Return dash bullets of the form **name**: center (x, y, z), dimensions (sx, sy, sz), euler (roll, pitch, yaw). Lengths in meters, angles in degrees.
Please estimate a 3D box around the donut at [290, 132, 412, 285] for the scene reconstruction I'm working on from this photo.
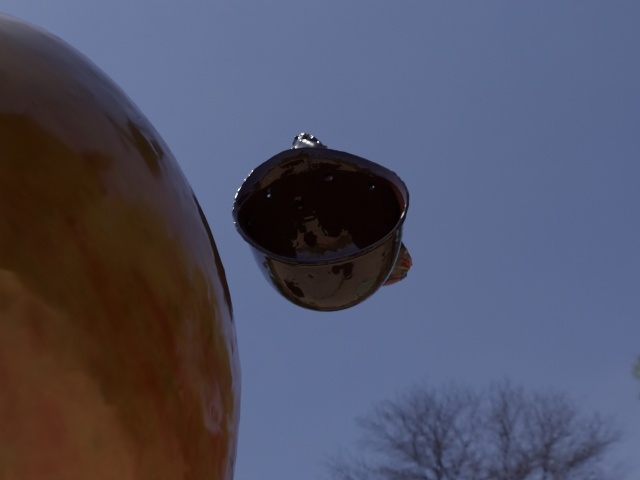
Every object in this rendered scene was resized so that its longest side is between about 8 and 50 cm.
- **donut**: center (0.016, -0.026, 1.305), dimensions (0.089, 0.235, 0.235), euler (-36, -35, -10)

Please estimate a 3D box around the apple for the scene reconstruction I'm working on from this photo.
- **apple**: center (-0.208, 0.060, 0.442), dimensions (0.364, 0.363, 0.364), euler (-9, -37, -7)

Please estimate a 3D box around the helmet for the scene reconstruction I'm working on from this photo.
- **helmet**: center (0.000, 0.000, 0.918), dimensions (0.155, 0.175, 0.106), euler (-22, -47, -18)
